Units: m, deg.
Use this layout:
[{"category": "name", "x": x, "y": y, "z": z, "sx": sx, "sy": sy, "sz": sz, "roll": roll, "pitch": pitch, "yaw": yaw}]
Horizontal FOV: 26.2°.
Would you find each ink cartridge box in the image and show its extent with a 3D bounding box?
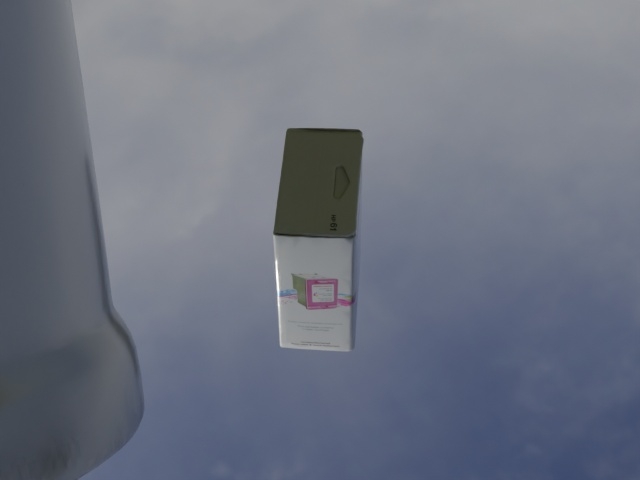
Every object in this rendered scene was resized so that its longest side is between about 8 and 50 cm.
[{"category": "ink cartridge box", "x": 0.000, "y": 0.000, "z": 0.877, "sx": 0.052, "sy": 0.122, "sz": 0.088, "roll": 3, "pitch": -129, "yaw": 2}]

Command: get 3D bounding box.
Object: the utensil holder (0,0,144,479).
[{"category": "utensil holder", "x": -0.241, "y": -0.107, "z": 0.444, "sx": 0.328, "sy": 0.385, "sz": 0.327, "roll": -6, "pitch": -175, "yaw": 1}]
